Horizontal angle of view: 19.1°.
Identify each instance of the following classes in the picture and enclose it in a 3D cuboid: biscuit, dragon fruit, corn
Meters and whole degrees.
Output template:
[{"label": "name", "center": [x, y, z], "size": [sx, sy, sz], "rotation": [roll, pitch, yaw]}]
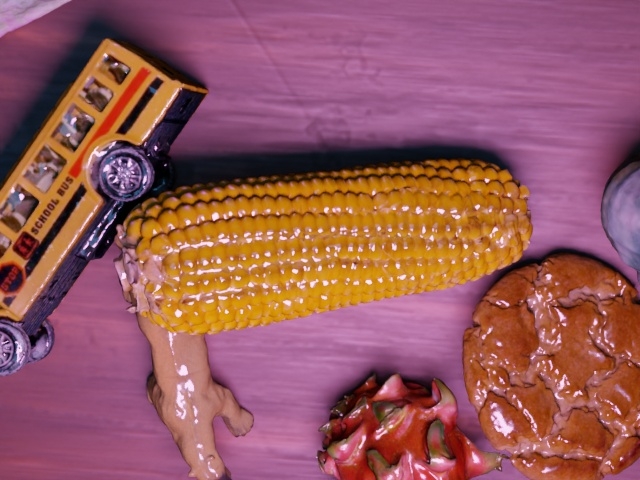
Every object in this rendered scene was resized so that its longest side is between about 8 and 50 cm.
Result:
[{"label": "biscuit", "center": [0.234, 0.121, 1.791], "size": [0.226, 0.042, 0.226], "rotation": [4, 78, -19]}, {"label": "dragon fruit", "center": [0.094, 0.211, 1.773], "size": [0.137, 0.236, 0.135], "rotation": [-45, 131, -21]}, {"label": "corn", "center": [0.000, 0.000, 1.748], "size": [0.387, 0.144, 0.144], "rotation": [-10, 98, -17]}]

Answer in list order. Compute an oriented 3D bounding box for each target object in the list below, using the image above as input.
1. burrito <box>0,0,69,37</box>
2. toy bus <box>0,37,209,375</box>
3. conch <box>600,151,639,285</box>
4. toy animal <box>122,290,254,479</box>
[{"label": "burrito", "center": [-0.305, -0.256, 1.771], "size": [0.229, 0.089, 0.144], "rotation": [-31, 94, 3]}, {"label": "toy bus", "center": [-0.239, -0.028, 1.785], "size": [0.123, 0.121, 0.335], "rotation": [37, 97, 5]}, {"label": "conch", "center": [0.363, -0.015, 1.732], "size": [0.220, 0.195, 0.277], "rotation": [5, 137, -8]}, {"label": "toy animal", "center": [-0.127, 0.129, 1.813], "size": [0.103, 0.101, 0.218], "rotation": [-10, 97, 2]}]
